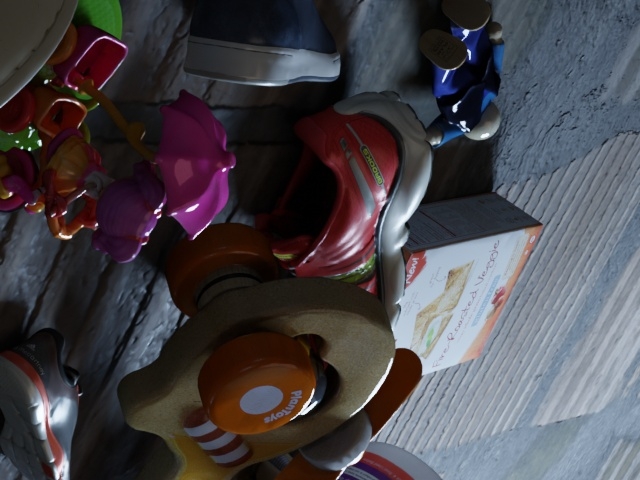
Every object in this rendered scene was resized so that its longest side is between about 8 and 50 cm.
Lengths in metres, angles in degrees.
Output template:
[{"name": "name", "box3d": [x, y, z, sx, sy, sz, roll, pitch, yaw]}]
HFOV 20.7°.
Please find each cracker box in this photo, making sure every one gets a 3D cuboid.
[{"name": "cracker box", "box3d": [0.094, 0.047, 1.598, 0.232, 0.067, 0.156, -11, 131, -52]}]

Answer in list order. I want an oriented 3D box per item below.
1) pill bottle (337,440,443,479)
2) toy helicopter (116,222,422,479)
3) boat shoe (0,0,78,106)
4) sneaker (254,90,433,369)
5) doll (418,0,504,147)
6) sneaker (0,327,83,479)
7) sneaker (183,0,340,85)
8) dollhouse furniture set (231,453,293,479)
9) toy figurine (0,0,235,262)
[{"name": "pill bottle", "box3d": [-0.014, 0.340, 1.649, 0.323, 0.181, 0.181, -33, 147, -33]}, {"name": "toy helicopter", "box3d": [-0.069, 0.158, 1.377, 0.235, 0.140, 0.355, 17, 127, -37]}, {"name": "boat shoe", "box3d": [-0.262, -0.071, 0.866, 0.324, 0.097, 0.116, -40, 110, -31]}, {"name": "sneaker", "box3d": [0.000, 0.000, 1.395, 0.118, 0.107, 0.279, -13, 133, -26]}, {"name": "doll", "box3d": [0.118, -0.130, 1.451, 0.129, 0.046, 0.189, -59, 160, -10]}, {"name": "sneaker", "box3d": [-0.190, 0.123, 1.252, 0.065, 0.061, 0.158, -44, 153, -32]}, {"name": "sneaker", "box3d": [-0.027, -0.184, 1.116, 0.226, 0.086, 0.163, -43, 139, -81]}, {"name": "dollhouse furniture set", "box3d": [-0.035, 0.202, 1.508, 0.129, 0.129, 0.184, -26, 144, -42]}, {"name": "toy figurine", "box3d": [-0.129, -0.049, 1.033, 0.173, 0.159, 0.130, -56, 153, 6]}]
